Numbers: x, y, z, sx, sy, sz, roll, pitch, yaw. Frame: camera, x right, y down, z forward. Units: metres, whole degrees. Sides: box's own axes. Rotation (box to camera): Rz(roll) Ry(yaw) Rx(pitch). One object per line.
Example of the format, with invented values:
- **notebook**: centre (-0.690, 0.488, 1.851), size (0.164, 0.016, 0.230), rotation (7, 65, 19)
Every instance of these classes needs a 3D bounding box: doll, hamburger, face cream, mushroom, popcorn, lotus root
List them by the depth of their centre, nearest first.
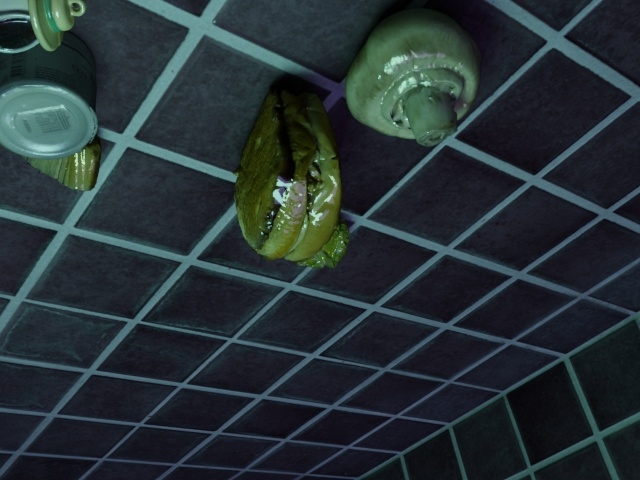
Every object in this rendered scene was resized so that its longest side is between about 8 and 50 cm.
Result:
- **doll**: centre (-0.511, -0.342, 1.107), size (0.271, 0.144, 0.208), rotation (-36, 120, 27)
- **face cream**: centre (-0.467, -0.245, 1.216), size (0.177, 0.153, 0.177), rotation (-9, 146, -6)
- **mushroom**: centre (0.171, -0.270, 1.301), size (0.254, 0.234, 0.260), rotation (-21, 144, 18)
- **hamburger**: centre (-0.060, -0.124, 1.370), size (0.174, 0.304, 0.284), rotation (-1, 143, -19)
- **lotus root**: centre (-0.475, -0.174, 1.375), size (0.159, 0.095, 0.135), rotation (37, 127, 3)
- **popcorn**: centre (0.000, 0.000, 1.723), size (0.145, 0.126, 0.126), rotation (-10, 122, 25)
